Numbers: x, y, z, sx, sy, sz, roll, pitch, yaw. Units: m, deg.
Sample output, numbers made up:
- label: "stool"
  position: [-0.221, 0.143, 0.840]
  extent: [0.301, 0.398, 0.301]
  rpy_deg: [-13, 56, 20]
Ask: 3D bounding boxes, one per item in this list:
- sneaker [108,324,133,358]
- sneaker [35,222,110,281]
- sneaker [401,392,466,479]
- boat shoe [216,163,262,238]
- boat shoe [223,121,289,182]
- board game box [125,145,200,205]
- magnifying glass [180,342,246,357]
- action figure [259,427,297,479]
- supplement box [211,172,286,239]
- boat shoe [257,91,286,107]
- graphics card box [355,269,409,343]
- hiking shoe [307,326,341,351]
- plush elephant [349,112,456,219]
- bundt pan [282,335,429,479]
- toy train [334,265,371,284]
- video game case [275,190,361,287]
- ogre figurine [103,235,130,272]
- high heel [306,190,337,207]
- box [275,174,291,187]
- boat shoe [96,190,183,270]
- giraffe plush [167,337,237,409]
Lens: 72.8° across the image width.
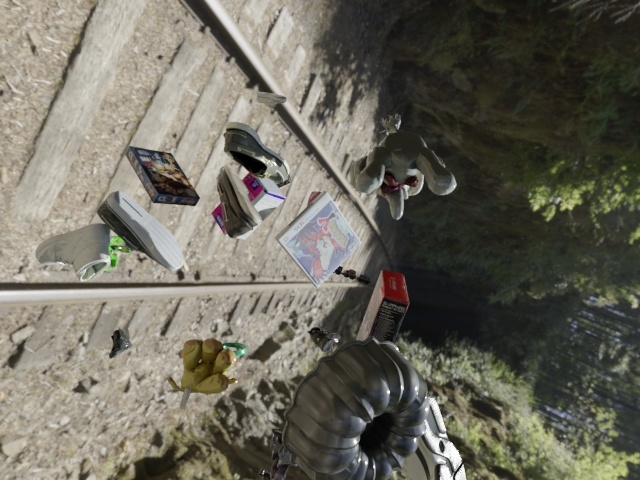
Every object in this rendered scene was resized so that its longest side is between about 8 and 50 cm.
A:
- label: "sneaker"
  position: [-0.756, 0.376, 1.619]
  extent: [0.051, 0.089, 0.170]
  rpy_deg: [-27, -179, 2]
- label: "sneaker"
  position: [-0.842, 0.066, 1.468]
  extent: [0.108, 0.293, 0.169]
  rpy_deg: [42, 31, -63]
- label: "sneaker"
  position: [0.284, 0.683, 1.374]
  extent: [0.169, 0.258, 0.447]
  rpy_deg: [-22, 95, -48]
- label: "boat shoe"
  position: [-0.265, -0.124, 1.275]
  extent: [0.096, 0.335, 0.112]
  rpy_deg: [-38, 129, 4]
- label: "boat shoe"
  position: [-0.195, -0.244, 1.328]
  extent: [0.305, 0.109, 0.091]
  rpy_deg: [39, 59, -59]
- label: "board game box"
  position: [-0.537, -0.218, 1.477]
  extent: [0.165, 0.243, 0.042]
  rpy_deg: [-1, 137, -53]
- label: "magnifying glass"
  position: [-0.364, 0.381, 1.498]
  extent: [0.231, 0.092, 0.026]
  rpy_deg: [1, 96, -36]
- label: "action figure"
  position: [-0.146, 0.762, 1.382]
  extent: [0.185, 0.099, 0.284]
  rpy_deg: [-172, -80, -72]
- label: "supplement box"
  position: [-0.246, -0.118, 1.477]
  extent: [0.220, 0.111, 0.114]
  rpy_deg: [-44, 156, 18]
- label: "boat shoe"
  position: [-0.133, -0.379, 1.180]
  extent: [0.035, 0.100, 0.035]
  rpy_deg: [-35, 135, -48]
- label: "graphics card box"
  position: [0.198, 0.312, 1.507]
  extent: [0.232, 0.094, 0.370]
  rpy_deg: [-73, 179, -71]
- label: "hiking shoe"
  position: [0.014, 0.400, 1.819]
  extent: [0.086, 0.114, 0.227]
  rpy_deg: [-49, 164, -2]
- label: "plush elephant"
  position: [0.233, -0.195, 1.352]
  extent: [0.255, 0.272, 0.329]
  rpy_deg: [86, 0, -51]
- label: "bundt pan"
  position: [0.094, 0.375, 0.889]
  extent: [0.331, 0.124, 0.330]
  rpy_deg: [-11, 113, -29]
- label: "toy train"
  position: [0.106, 0.118, 1.524]
  extent: [0.027, 0.159, 0.036]
  rpy_deg: [-168, -83, -79]
- label: "video game case"
  position: [0.000, 0.000, 1.159]
  extent: [0.183, 0.023, 0.201]
  rpy_deg: [-45, 125, -13]
- label: "ogre figurine"
  position: [-0.897, 0.048, 1.842]
  extent: [0.197, 0.096, 0.118]
  rpy_deg: [-33, 155, 13]
- label: "high heel"
  position: [-0.056, -0.089, 1.563]
  extent: [0.244, 0.117, 0.082]
  rpy_deg: [-48, 147, -21]
- label: "box"
  position: [-0.165, -0.242, 1.805]
  extent: [0.067, 0.083, 0.018]
  rpy_deg: [-89, 154, -60]
- label: "boat shoe"
  position: [-0.618, -0.017, 1.498]
  extent: [0.119, 0.335, 0.121]
  rpy_deg: [-33, -165, 20]
- label: "giraffe plush"
  position: [-0.334, 0.405, 1.322]
  extent: [0.210, 0.182, 0.170]
  rpy_deg: [-59, 161, -7]
